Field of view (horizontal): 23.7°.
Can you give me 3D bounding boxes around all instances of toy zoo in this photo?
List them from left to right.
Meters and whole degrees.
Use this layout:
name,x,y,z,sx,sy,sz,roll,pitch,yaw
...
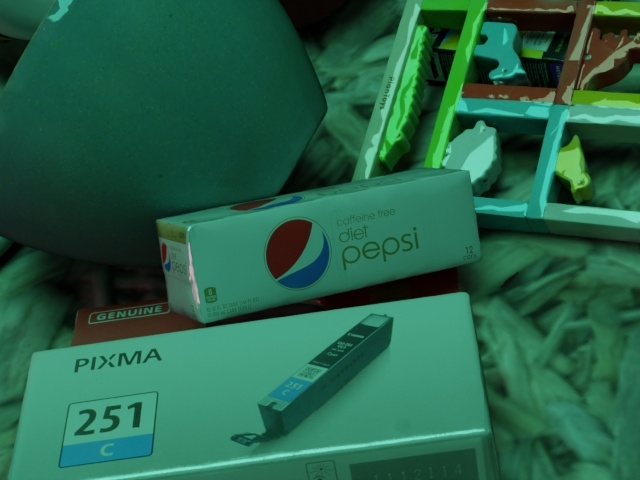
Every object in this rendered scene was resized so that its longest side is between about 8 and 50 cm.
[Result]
name,x,y,z,sx,sy,sz,roll,pitch,yaw
toy zoo,0.181,-0.095,1.153,0.293,0.030,0.192,6,66,25

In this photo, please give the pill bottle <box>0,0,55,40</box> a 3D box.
name,x,y,z,sx,sy,sz,roll,pitch,yaw
pill bottle,-0.340,-0.276,1.370,0.334,0.188,0.188,8,49,43

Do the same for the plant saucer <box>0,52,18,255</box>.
name,x,y,z,sx,sy,sz,roll,pitch,yaw
plant saucer,-0.429,-0.072,1.333,0.400,0.100,0.400,-10,43,9

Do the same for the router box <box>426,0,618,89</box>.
name,x,y,z,sx,sy,sz,roll,pitch,yaw
router box,0.176,-0.200,1.286,0.133,0.046,0.179,10,51,27

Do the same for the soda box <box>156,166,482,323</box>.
name,x,y,z,sx,sy,sz,roll,pitch,yaw
soda box,0.000,0.000,1.067,0.216,0.069,0.074,-12,9,-22

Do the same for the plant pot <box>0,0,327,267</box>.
name,x,y,z,sx,sy,sz,roll,pitch,yaw
plant pot,-0.111,-0.092,1.154,0.195,0.290,0.290,31,55,-2

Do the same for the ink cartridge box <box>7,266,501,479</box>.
name,x,y,z,sx,sy,sz,roll,pitch,yaw
ink cartridge box,-0.043,0.082,1.016,0.296,0.066,0.261,-8,34,4

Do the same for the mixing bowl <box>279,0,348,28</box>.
name,x,y,z,sx,sy,sz,roll,pitch,yaw
mixing bowl,-0.028,-0.257,1.381,0.181,0.098,0.181,-10,45,10
